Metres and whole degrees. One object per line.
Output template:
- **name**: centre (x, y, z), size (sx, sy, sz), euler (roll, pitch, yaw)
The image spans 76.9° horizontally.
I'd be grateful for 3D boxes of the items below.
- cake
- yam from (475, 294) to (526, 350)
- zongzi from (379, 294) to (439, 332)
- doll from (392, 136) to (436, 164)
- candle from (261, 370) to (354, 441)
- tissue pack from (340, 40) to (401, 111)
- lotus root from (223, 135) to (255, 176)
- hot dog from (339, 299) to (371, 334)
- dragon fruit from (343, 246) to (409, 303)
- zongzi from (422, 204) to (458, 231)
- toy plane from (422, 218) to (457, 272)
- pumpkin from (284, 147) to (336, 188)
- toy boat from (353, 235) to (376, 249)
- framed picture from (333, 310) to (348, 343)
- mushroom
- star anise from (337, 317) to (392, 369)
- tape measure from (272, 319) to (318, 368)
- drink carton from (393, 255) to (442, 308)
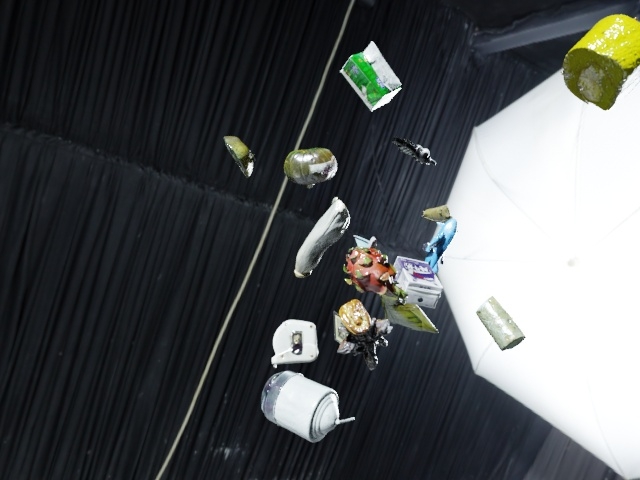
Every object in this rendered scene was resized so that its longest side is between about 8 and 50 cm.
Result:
- **cake**: centre (0.806, -0.494, 1.138), size (0.179, 0.156, 0.260), euler (50, 7, 24)
- **yam**: centre (0.659, 0.303, 1.496), size (0.107, 0.107, 0.194), euler (15, 37, -40)
- **zongzi**: centre (0.405, 0.300, 1.855), size (0.274, 0.251, 0.125), euler (15, 45, 45)
- **doll**: centre (0.418, -0.396, 1.786), size (0.219, 0.067, 0.091), euler (30, 6, -8)
- **candle**: centre (-0.059, 0.674, 1.633), size (0.342, 0.221, 0.221), euler (9, -1, 35)
- **tissue pack**: centre (0.215, -0.661, 1.616), size (0.209, 0.148, 0.156), euler (53, -35, 1)
- **lotus root**: centre (-0.334, -0.367, 1.714), size (0.183, 0.078, 0.203), euler (58, -9, 4)
- **hot dog**: centre (0.129, 0.285, 1.510), size (0.065, 0.099, 0.147), euler (55, 4, -46)
- **dragon fruit**: centre (0.169, 0.111, 1.215), size (0.236, 0.135, 0.137), euler (38, -3, -17)
- **zongzi**: centre (0.680, -0.108, 2.315), size (0.178, 0.081, 0.189), euler (55, -30, -14)
- **toy plane**: centre (0.525, 0.023, 1.787), size (0.105, 0.271, 0.254), euler (19, -6, 34)
- **pumpkin**: centre (-0.048, -0.343, 1.938), size (0.260, 0.189, 0.260), euler (-4, 16, 1)
- **toy boat**: centre (0.177, 0.020, 1.653), size (0.034, 0.096, 0.122), euler (12, 8, -35)
- **framed picture**: centre (0.135, 0.555, 2.474), size (0.010, 0.195, 0.199), euler (-10, 15, -27)
- **mushroom**: centre (-0.002, 0.001, 1.499), size (0.109, 0.351, 0.097), euler (3, 39, -50)
- **star anise**: centre (0.185, 0.382, 1.606), size (0.282, 0.212, 0.129), euler (32, 0, -29)
- **tape measure**: centre (-0.145, 0.581, 2.274), size (0.258, 0.265, 0.130), euler (-5, -12, 2)
- **drink carton**: centre (0.362, 0.158, 1.544), size (0.134, 0.102, 0.222), euler (14, 21, -6)
